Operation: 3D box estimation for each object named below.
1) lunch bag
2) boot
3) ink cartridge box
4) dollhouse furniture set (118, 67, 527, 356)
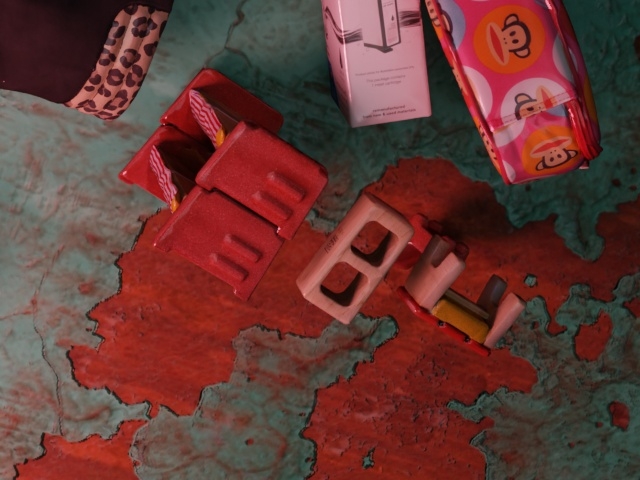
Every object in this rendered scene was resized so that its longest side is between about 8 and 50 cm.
[{"bbox_3d":[0.183,-0.199,1.696,0.120,0.258,0.293,-19,89,8],"label":"lunch bag"},{"bbox_3d":[-0.271,-0.304,1.613,0.284,0.138,0.377,15,88,-35],"label":"boot"},{"bbox_3d":[0.049,-0.231,1.721,0.086,0.148,0.203,-9,108,-4],"label":"ink cartridge box"},{"bbox_3d":[0.000,0.000,1.768,0.374,0.201,0.152,33,99,-24],"label":"dollhouse furniture set"}]
